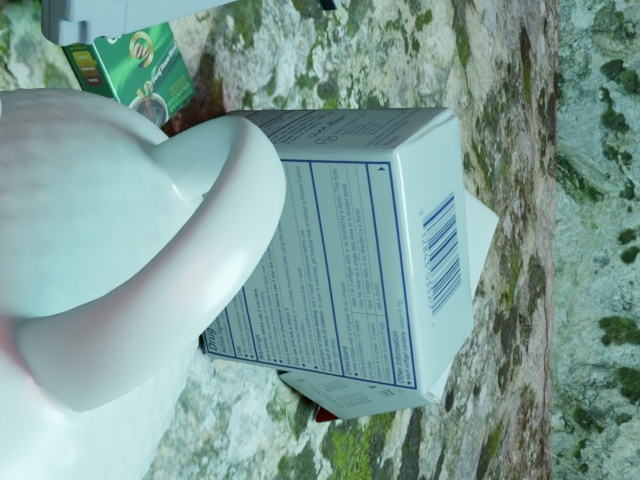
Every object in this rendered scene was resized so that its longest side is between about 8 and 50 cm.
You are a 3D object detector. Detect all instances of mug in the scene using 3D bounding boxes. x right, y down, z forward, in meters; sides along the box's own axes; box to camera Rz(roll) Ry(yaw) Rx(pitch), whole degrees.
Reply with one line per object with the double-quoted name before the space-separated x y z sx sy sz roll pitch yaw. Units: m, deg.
"mug" -0.179 0.037 0.541 0.276 0.374 0.328 53 35 -23

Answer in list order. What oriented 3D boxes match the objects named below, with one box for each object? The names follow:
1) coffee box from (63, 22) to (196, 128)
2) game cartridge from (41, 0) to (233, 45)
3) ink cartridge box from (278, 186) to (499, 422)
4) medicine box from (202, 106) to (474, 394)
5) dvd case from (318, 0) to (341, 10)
"coffee box" -0.191 -0.193 0.825 0.113 0.040 0.184 -54 138 -42
"game cartridge" -0.123 -0.296 0.755 0.294 0.060 0.196 -35 151 -48
"ink cartridge box" 0.078 0.085 1.213 0.130 0.272 0.309 39 54 -20
"medicine box" 0.000 0.000 0.940 0.149 0.289 0.263 -39 127 -51
"dvd case" 0.021 -0.467 1.195 0.179 0.029 0.238 59 45 -47
